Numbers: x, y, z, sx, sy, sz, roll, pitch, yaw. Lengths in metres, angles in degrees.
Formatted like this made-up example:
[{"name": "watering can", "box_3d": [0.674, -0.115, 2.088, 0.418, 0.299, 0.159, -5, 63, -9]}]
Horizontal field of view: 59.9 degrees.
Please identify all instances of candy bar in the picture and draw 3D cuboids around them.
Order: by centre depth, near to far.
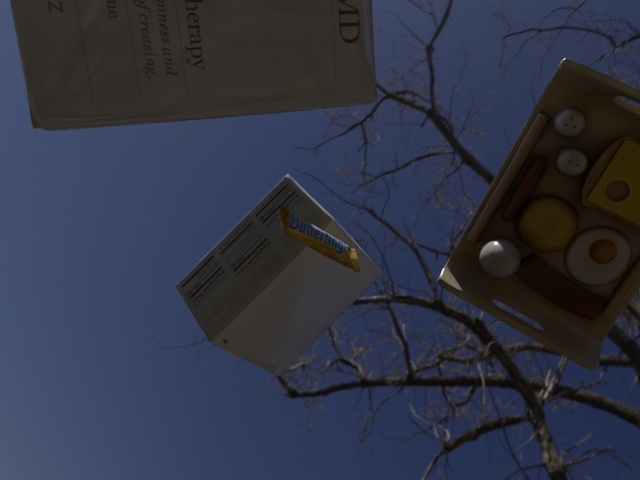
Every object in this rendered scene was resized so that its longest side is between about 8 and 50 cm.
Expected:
[{"name": "candy bar", "box_3d": [0.000, 0.000, 0.728, 0.018, 0.040, 0.161, -29, -39, 28]}]

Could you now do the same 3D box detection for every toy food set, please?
[{"name": "toy food set", "box_3d": [0.306, -0.025, 0.658, 0.220, 0.092, 0.306, 30, -70, 12]}]

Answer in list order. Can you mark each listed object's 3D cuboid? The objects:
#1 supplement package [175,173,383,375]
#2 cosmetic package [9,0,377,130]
[{"name": "supplement package", "box_3d": [-0.063, 0.066, 0.935, 0.145, 0.262, 0.204, 47, 2, 40]}, {"name": "cosmetic package", "box_3d": [-0.180, -0.325, 0.718, 0.327, 0.394, 0.329, -154, -124, -63]}]
